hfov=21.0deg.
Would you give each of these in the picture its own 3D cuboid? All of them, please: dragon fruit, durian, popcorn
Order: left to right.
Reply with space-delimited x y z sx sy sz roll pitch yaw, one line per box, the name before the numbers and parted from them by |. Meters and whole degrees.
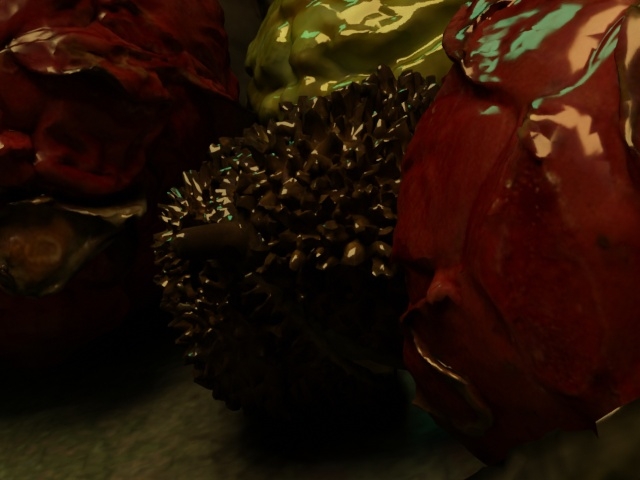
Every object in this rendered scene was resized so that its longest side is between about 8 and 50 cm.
dragon fruit | -0.179 -0.067 0.987 0.277 0.277 0.342 -22 24 -15
durian | 0.000 0.000 0.789 0.196 0.167 0.196 -28 -23 -13
popcorn | 0.055 -0.095 1.002 0.204 0.184 0.221 -8 25 23
dragon fruit | 0.149 -0.002 0.614 0.252 0.241 0.241 -26 13 31

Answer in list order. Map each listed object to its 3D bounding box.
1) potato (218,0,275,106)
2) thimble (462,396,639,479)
potato | -0.025 -0.161 1.223 0.211 0.189 0.264 2 26 42
thimble | 0.122 0.143 0.349 0.270 0.150 0.271 -14 19 5
